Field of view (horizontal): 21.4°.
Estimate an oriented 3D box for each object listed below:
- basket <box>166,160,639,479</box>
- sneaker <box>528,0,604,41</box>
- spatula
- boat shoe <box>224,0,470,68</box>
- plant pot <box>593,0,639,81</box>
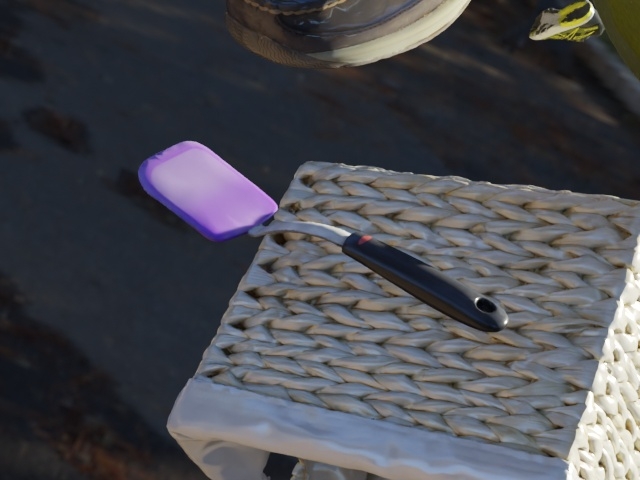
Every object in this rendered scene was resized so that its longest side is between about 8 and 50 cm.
[{"bbox_3d":[0.114,0.139,1.338,0.331,0.266,0.328,7,-31,29],"label":"basket"},{"bbox_3d":[0.215,-0.184,1.479,0.035,0.031,0.083,35,-20,-24],"label":"sneaker"},{"bbox_3d":[0.000,0.000,1.171,0.296,0.030,0.084,23,32,28],"label":"spatula"},{"bbox_3d":[0.068,-0.237,1.105,0.132,0.130,0.355,27,50,32],"label":"boat shoe"},{"bbox_3d":[0.262,-0.108,0.590,0.274,0.275,0.293,20,16,-16],"label":"plant pot"}]
